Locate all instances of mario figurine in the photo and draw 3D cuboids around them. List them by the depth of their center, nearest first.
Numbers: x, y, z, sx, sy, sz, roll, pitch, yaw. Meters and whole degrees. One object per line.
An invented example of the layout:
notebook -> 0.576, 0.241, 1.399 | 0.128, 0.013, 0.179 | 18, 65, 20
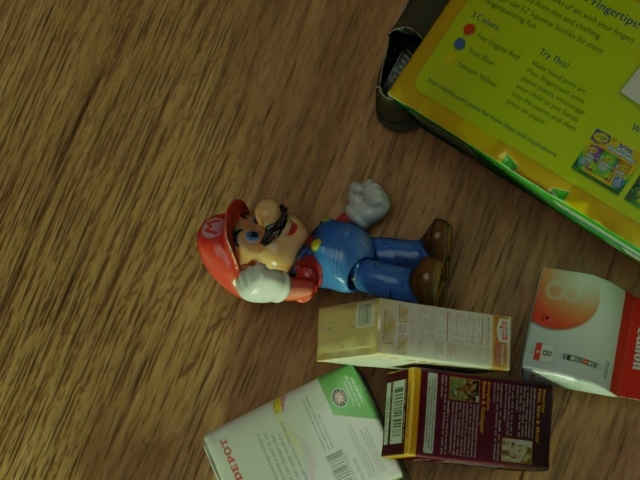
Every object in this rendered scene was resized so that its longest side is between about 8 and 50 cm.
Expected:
mario figurine -> 0.000, 0.000, 1.581 | 0.320, 0.198, 0.170 | 5, 90, 10

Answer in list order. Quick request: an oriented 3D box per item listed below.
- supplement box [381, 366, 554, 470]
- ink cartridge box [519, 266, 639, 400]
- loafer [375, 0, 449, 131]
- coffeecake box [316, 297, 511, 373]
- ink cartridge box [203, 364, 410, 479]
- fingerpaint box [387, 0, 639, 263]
supplement box -> 0.175, 0.215, 1.499 | 0.188, 0.081, 0.104 | 10, 76, -19
ink cartridge box -> 0.342, 0.115, 1.527 | 0.179, 0.045, 0.145 | 7, 60, 17
loafer -> 0.141, -0.267, 1.662 | 0.094, 0.087, 0.251 | 18, 81, 16
coffeecake box -> 0.111, 0.118, 1.504 | 0.185, 0.142, 0.068 | 10, 77, -28
ink cartridge box -> -0.017, 0.270, 1.567 | 0.212, 0.093, 0.154 | -27, 72, 3
fingerpaint box -> 0.373, -0.201, 1.517 | 0.445, 0.163, 0.371 | 34, 92, 25
